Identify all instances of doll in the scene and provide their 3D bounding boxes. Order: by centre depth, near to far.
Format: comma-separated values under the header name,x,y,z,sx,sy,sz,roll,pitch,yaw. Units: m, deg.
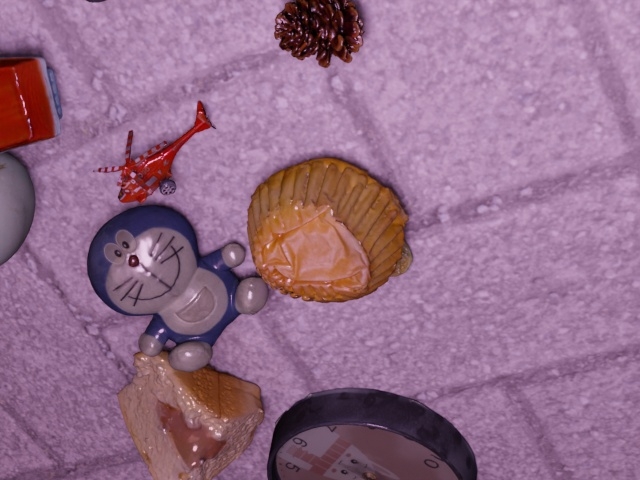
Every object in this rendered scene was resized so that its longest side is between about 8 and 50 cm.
name,x,y,z,sx,sy,sz,roll,pitch,yaw
doll,-0.235,0.060,1.509,0.228,0.154,0.258,-46,117,4

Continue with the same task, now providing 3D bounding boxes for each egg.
name,x,y,z,sx,sy,sz,roll,pitch,yaw
egg,-0.530,-0.043,1.494,0.168,0.168,0.231,35,124,-13

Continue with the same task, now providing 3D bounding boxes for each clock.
name,x,y,z,sx,sy,sz,roll,pitch,yaw
clock,0.088,0.426,1.754,0.386,0.076,0.386,8,129,10

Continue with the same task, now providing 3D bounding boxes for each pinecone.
name,x,y,z,sx,sy,sz,roll,pitch,yaw
pinecone,-0.005,-0.266,1.212,0.109,0.102,0.102,4,136,-26

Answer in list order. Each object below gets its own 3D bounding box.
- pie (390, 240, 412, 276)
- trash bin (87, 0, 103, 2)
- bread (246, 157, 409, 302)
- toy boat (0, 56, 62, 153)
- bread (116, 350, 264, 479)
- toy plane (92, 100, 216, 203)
name,x,y,z,sx,sy,sz,roll,pitch,yaw
pie,0.099,0.019,1.461,0.084,0.021,0.084,8,124,13
trash bin,-0.281,-0.384,1.166,0.175,0.175,0.161,-14,136,25
bread,-0.001,-0.001,1.392,0.239,0.139,0.240,11,126,15
toy boat,-0.520,-0.184,1.394,0.331,0.133,0.145,-7,105,19
bread,-0.217,0.299,1.715,0.224,0.211,0.184,47,122,24
toy plane,-0.232,-0.126,1.413,0.194,0.126,0.077,-53,140,6
